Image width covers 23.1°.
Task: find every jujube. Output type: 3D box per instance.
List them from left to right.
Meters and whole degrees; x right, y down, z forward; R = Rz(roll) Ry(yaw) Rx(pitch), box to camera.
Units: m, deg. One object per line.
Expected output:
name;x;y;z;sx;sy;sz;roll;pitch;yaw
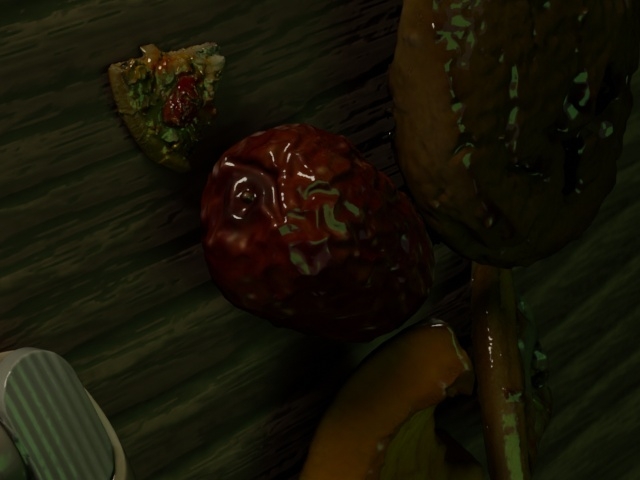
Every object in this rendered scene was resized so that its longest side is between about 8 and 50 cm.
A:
jujube;0.000;0.000;0.918;0.112;0.109;0.176;-47;148;8

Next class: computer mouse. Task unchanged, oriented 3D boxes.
computer mouse;-0.158;0.173;0.836;0.145;0.082;0.236;-31;125;-33

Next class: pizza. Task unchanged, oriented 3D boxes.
pizza;-0.077;-0.083;0.867;0.078;0.025;0.083;-51;132;-17
pizza;0.143;0.111;1.104;0.176;0.036;0.184;50;36;-55

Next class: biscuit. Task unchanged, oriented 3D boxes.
biscuit;0.140;-0.125;1.006;0.296;0.075;0.296;-19;113;-52

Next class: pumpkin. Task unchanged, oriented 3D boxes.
pumpkin;0.036;0.210;1.028;0.290;0.095;0.258;-62;148;-8
